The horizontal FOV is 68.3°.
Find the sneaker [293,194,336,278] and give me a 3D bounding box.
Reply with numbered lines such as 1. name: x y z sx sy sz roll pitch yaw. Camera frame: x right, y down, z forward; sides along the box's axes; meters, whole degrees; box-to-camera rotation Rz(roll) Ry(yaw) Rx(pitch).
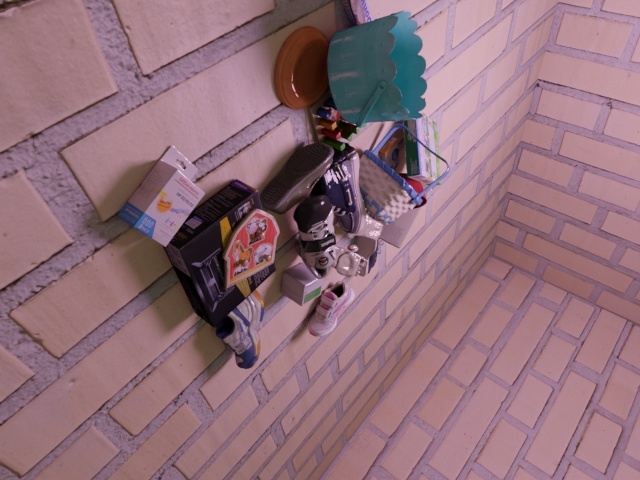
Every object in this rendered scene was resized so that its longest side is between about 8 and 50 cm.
1. sneaker: 0.000 0.000 1.392 0.123 0.146 0.330 -20 150 -11

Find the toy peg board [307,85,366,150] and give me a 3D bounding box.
1. toy peg board: 0.058 -0.348 1.326 0.161 0.079 0.160 -49 149 -22

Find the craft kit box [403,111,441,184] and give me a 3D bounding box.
1. craft kit box: 0.378 -0.341 1.745 0.247 0.061 0.249 4 81 -56

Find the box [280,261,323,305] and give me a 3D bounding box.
1. box: -0.060 0.141 1.545 0.101 0.102 0.087 -25 133 -45

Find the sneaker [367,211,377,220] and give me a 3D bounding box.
1. sneaker: 0.236 -0.104 1.838 0.144 0.059 0.053 -18 129 -53

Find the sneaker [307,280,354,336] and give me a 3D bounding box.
1. sneaker: 0.030 0.249 1.797 0.252 0.103 0.111 -53 147 -26

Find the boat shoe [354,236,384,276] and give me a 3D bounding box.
1. boat shoe: 0.192 0.036 1.854 0.079 0.095 0.254 -36 143 -35

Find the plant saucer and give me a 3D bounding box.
1. plant saucer: -0.032 -0.420 1.166 0.200 0.037 0.199 -37 143 -35

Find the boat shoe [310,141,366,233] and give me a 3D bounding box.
1. boat shoe: 0.042 -0.128 1.471 0.158 0.127 0.340 -36 135 -26

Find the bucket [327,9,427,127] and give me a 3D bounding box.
1. bucket: 0.151 -0.429 1.209 0.281 0.183 0.281 3 87 -61

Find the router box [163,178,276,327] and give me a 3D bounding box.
1. router box: -0.242 0.037 1.189 0.243 0.081 0.308 -43 146 -30

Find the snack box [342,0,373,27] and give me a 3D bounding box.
1. snack box: 0.089 -0.607 1.207 0.064 0.022 0.178 -58 150 -8

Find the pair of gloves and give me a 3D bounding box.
1. pair of gloves: 0.113 0.008 1.678 0.204 0.042 0.240 28 88 -33

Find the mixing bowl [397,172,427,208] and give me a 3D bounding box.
1. mixing bowl: 0.316 -0.196 1.802 0.181 0.182 0.098 37 55 -61

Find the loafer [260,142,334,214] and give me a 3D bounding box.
1. loafer: -0.060 -0.168 1.299 0.251 0.094 0.087 -44 152 -10

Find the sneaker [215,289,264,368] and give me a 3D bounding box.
1. sneaker: -0.250 0.269 1.385 0.131 0.112 0.296 -14 127 -31

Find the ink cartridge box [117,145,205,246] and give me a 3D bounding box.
1. ink cartridge box: -0.316 -0.091 0.980 0.181 0.062 0.104 -56 151 -9

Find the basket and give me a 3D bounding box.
1. basket: 0.243 -0.219 1.566 0.289 0.254 0.201 -46 151 12

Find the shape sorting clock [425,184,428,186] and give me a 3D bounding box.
1. shape sorting clock: 0.451 -0.303 2.018 0.206 0.040 0.206 -37 140 -40

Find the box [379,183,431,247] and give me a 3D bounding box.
1. box: 0.339 -0.111 1.921 0.275 0.113 0.094 -61 172 2

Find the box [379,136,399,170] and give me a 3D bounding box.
1. box: 0.255 -0.304 1.728 0.081 0.028 0.136 -50 151 -19

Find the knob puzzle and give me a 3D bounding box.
1. knob puzzle: -0.163 0.011 1.175 0.213 0.030 0.213 -38 143 -36
